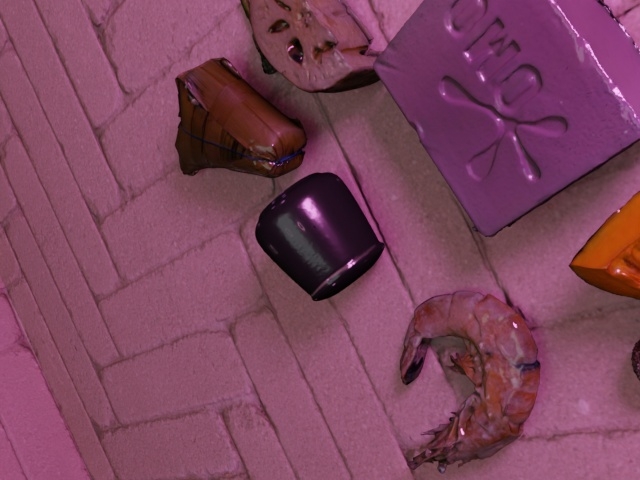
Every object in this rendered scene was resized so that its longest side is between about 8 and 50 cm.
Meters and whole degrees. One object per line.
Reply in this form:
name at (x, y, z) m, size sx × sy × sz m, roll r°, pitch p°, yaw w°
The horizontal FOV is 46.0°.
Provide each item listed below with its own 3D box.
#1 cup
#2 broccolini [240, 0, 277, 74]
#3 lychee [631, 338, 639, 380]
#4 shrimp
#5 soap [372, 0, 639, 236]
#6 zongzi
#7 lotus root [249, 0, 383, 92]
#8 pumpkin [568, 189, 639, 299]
cup at (0.000, 0.000, 1.229) m, size 0.176 × 0.169 × 0.223 m, roll 49°, pitch 169°, yaw 7°
broccolini at (-0.105, -0.343, 1.263) m, size 0.035 × 0.030 × 0.139 m, roll 125°, pitch 123°, yaw -81°
lychee at (0.424, 0.152, 0.939) m, size 0.067 × 0.068 × 0.083 m, roll -109°, pitch 12°, yaw -67°
shrimp at (0.207, 0.229, 1.175) m, size 0.247 × 0.085 × 0.360 m, roll 46°, pitch 130°, yaw 32°
soap at (0.234, -0.189, 0.927) m, size 0.296 × 0.107 × 0.285 m, roll 58°, pitch 145°, yaw 10°
zongzi at (-0.152, -0.143, 1.333) m, size 0.260 × 0.123 × 0.289 m, roll 41°, pitch 141°, yaw 20°
lotus root at (-0.008, -0.304, 1.114) m, size 0.235 × 0.119 × 0.138 m, roll 51°, pitch 135°, yaw 12°
pumpkin at (0.455, -0.008, 0.822) m, size 0.312 × 0.148 × 0.169 m, roll 5°, pitch 70°, yaw 38°
